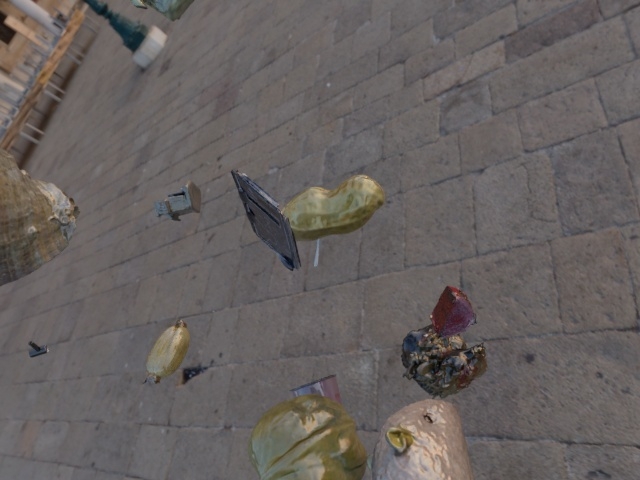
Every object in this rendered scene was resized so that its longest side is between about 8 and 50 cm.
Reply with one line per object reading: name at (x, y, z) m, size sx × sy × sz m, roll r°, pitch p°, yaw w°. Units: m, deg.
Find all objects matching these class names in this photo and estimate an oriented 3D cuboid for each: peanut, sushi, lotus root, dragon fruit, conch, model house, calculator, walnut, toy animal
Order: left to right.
conch at (-0.573, -0.066, 0.661) m, size 0.210 × 0.353 × 0.296 m, roll 127°, pitch 153°, yaw -73°
lotus root at (-0.322, 0.240, 0.938) m, size 0.073 × 0.062 × 0.150 m, roll 13°, pitch 62°, yaw 22°
model house at (-0.574, -0.149, 1.785) m, size 0.188 × 0.229 × 0.122 m, roll -21°, pitch 90°, yaw -3°
calculator at (-0.113, -0.035, 0.975) m, size 0.028 × 0.274 × 0.166 m, roll -40°, pitch 66°, yaw -17°
walnut at (-0.032, 0.545, 1.128) m, size 0.253 × 0.277 × 0.281 m, roll -30°, pitch 78°, yaw 53°
peanut at (0.027, -0.082, 1.189) m, size 0.306 × 0.147 × 0.146 m, roll -11°, pitch 56°, yaw 23°
toy animal at (0.215, 0.514, 0.933) m, size 0.358 × 0.227 × 0.188 m, roll -94°, pitch 22°, yaw -43°
sushi at (0.377, 0.372, 1.334) m, size 0.238 × 0.225 × 0.219 m, roll -46°, pitch 28°, yaw -11°
dragon fruit at (0.371, 0.196, 1.212) m, size 0.102 × 0.096 × 0.147 m, roll -104°, pitch 26°, yaw -54°

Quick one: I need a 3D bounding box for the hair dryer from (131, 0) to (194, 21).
hair dryer at (-0.213, -0.289, 0.332) m, size 0.119 × 0.298 × 0.295 m, roll -52°, pitch 24°, yaw 40°

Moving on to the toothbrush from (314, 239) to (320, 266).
toothbrush at (0.000, 0.000, 1.314) m, size 0.017 × 0.014 × 0.162 m, roll 11°, pitch 97°, yaw 23°

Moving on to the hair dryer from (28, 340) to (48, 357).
hair dryer at (-0.839, 0.316, 1.305) m, size 0.047 × 0.083 × 0.026 m, roll -18°, pitch 62°, yaw -19°

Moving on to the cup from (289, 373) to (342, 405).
cup at (0.014, 0.687, 1.714) m, size 0.203 × 0.203 × 0.288 m, roll -30°, pitch 70°, yaw 27°
